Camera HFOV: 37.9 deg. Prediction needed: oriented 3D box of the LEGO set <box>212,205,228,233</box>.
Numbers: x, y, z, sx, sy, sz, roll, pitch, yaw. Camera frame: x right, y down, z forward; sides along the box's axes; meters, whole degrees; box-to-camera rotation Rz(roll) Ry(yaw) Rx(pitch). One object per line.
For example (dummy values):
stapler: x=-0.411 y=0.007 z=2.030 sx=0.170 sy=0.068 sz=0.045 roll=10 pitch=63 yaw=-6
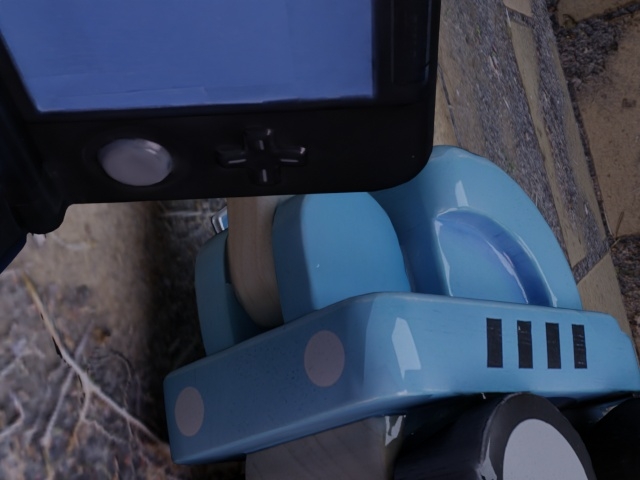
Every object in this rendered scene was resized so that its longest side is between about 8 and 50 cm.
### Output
LEGO set: x=0.019 y=0.057 z=0.733 sx=0.182 sy=0.060 sz=0.244 roll=-43 pitch=116 yaw=-57

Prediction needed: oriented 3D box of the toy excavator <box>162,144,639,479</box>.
toy excavator: x=0.000 y=0.000 z=0.546 sx=0.433 sy=0.222 sz=0.445 roll=9 pitch=62 yaw=-43

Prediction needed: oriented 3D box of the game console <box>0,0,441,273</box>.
game console: x=-0.088 y=-0.042 z=0.237 sx=0.293 sy=0.250 sz=0.173 roll=83 pitch=6 yaw=-58
